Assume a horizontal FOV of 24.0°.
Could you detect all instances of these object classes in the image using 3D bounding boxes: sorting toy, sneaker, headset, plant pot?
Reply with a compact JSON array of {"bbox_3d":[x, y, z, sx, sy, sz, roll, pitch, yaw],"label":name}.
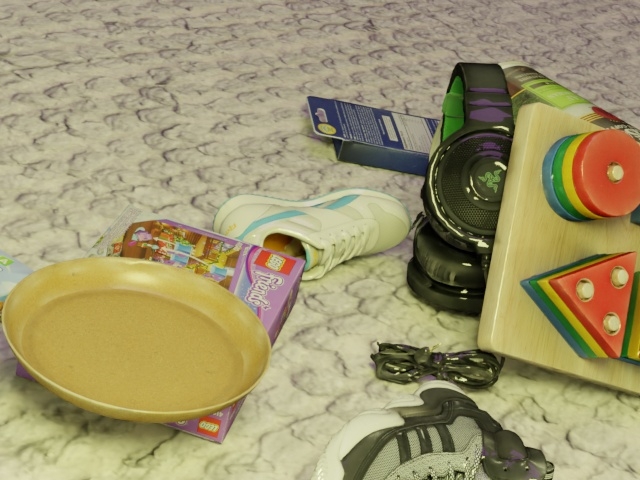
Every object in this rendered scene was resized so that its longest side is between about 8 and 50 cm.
[{"bbox_3d":[0.305,0.014,1.529,0.255,0.257,0.089,17,-12,-29],"label":"sorting toy"},{"bbox_3d":[0.000,0.000,1.662,0.228,0.087,0.092,-5,39,-22],"label":"sneaker"},{"bbox_3d":[0.139,-0.015,1.614,0.185,0.243,0.394,2,52,-3],"label":"headset"},{"bbox_3d":[0.101,0.206,1.275,0.153,0.101,0.268,26,25,25],"label":"sneaker"},{"bbox_3d":[-0.161,0.089,1.316,0.236,0.032,0.236,11,28,-6],"label":"plant pot"}]

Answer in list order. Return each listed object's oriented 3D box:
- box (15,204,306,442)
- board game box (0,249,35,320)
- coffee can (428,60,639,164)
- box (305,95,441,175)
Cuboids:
[{"bbox_3d":[-0.145,0.072,1.459,0.201,0.057,0.293,17,26,6],"label":"box"},{"bbox_3d":[-0.389,0.041,1.408,0.160,0.039,0.211,29,28,27],"label":"board game box"},{"bbox_3d":[0.294,-0.070,1.814,0.201,0.202,0.275,-10,35,-41],"label":"coffee can"},{"bbox_3d":[0.090,-0.137,2.020,0.225,0.036,0.136,11,26,-12],"label":"box"}]
